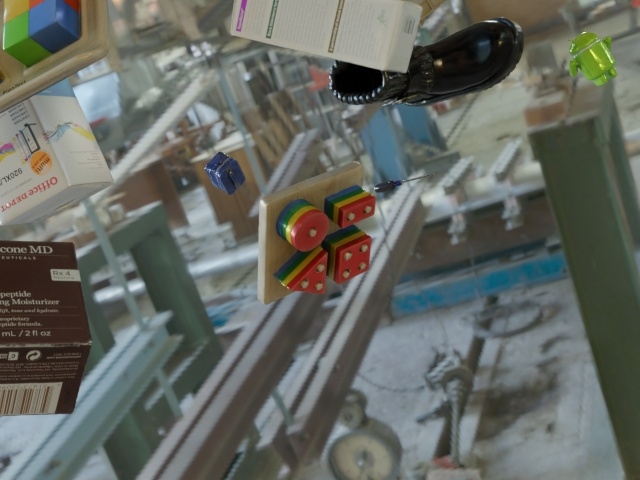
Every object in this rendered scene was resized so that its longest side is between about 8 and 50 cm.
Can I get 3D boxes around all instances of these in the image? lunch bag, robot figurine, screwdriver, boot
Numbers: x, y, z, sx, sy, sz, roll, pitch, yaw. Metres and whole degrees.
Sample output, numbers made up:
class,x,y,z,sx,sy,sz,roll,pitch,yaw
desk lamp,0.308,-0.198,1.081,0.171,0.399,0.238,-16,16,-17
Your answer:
class,x,y,z,sx,sy,sz,roll,pitch,yaw
lunch bag,-0.224,-0.161,2.305,0.065,0.098,0.067,30,71,31
robot figurine,0.543,-0.366,1.930,0.101,0.115,0.067,-35,3,-2
screwdriver,0.181,-0.123,2.023,0.170,0.024,0.025,-10,-25,39
boot,0.214,-0.359,1.973,0.260,0.131,0.348,-1,-16,-45

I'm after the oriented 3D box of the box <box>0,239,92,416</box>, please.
class,x,y,z,sx,sy,sz,roll,pitch,yaw
box,-0.438,0.127,1.397,0.168,0.167,0.203,1,44,-25

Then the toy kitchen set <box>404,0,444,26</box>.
class,x,y,z,sx,sy,sz,roll,pitch,yaw
toy kitchen set,0.203,-0.460,1.852,0.075,0.068,0.083,-39,44,5

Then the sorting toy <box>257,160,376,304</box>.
class,x,y,z,sx,sy,sz,roll,pitch,yaw
sorting toy,0.000,0.000,1.991,0.255,0.257,0.089,-24,44,-33

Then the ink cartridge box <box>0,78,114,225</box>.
class,x,y,z,sx,sy,sz,roll,pitch,yaw
ink cartridge box,-0.531,-0.169,1.791,0.171,0.232,0.168,-26,-2,18

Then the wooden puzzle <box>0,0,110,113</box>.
class,x,y,z,sx,sy,sz,roll,pitch,yaw
wooden puzzle,-0.444,-0.327,1.365,0.322,0.080,0.348,-22,54,22

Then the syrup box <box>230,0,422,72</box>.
class,x,y,z,sx,sy,sz,roll,pitch,yaw
syrup box,0.006,-0.298,1.310,0.237,0.096,0.093,18,13,20
